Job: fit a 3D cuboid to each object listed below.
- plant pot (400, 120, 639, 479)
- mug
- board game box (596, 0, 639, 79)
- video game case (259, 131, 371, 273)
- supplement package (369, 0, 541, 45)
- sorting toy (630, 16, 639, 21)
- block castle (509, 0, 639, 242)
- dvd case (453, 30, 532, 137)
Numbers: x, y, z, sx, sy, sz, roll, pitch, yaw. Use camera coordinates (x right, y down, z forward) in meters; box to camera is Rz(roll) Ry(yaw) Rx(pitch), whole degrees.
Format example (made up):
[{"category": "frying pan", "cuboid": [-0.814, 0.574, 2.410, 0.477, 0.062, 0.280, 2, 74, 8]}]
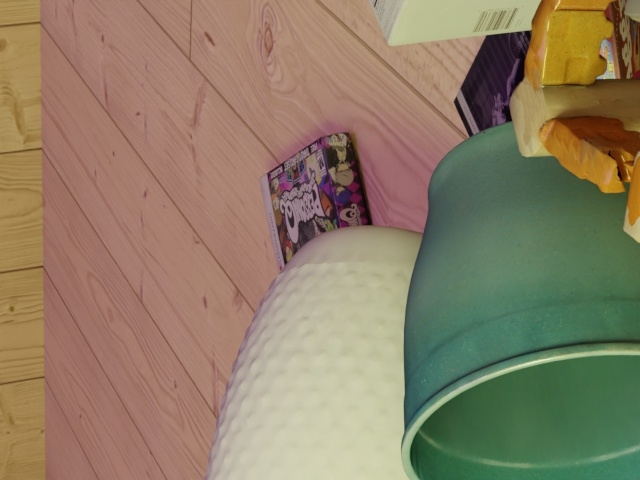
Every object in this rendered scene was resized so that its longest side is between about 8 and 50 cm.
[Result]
[{"category": "plant pot", "cuboid": [0.186, 0.051, 1.536, 0.271, 0.272, 0.255, 112, 157, -52]}, {"category": "mug", "cuboid": [0.043, 0.186, 1.777, 0.374, 0.276, 0.328, 88, -170, -67]}, {"category": "board game box", "cuboid": [0.218, -0.225, 1.455, 0.145, 0.027, 0.281, -59, -37, -55]}, {"category": "video game case", "cuboid": [0.000, 0.000, 2.249, 0.232, 0.042, 0.210, 154, 105, -67]}, {"category": "supplement package", "cuboid": [0.127, -0.294, 1.614, 0.149, 0.194, 0.203, 113, 143, -52]}, {"category": "sorting toy", "cuboid": [0.274, -0.187, 1.448, 0.083, 0.075, 0.045, 120, 137, -57]}, {"category": "block castle", "cuboid": [0.319, -0.116, 1.145, 0.453, 0.213, 0.303, -134, 47, -57]}, {"category": "dvd case", "cuboid": [0.190, -0.131, 1.757, 0.221, 0.018, 0.164, 114, 140, -53]}]
